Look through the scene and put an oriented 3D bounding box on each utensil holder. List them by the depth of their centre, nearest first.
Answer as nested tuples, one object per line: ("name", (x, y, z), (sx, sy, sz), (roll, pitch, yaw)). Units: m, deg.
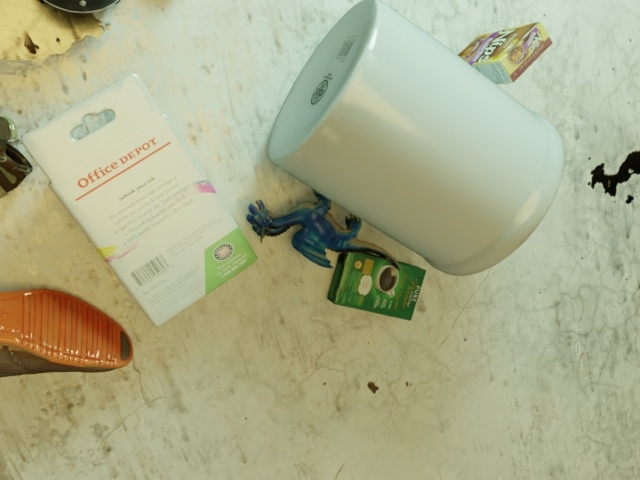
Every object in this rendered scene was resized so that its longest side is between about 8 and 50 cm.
("utensil holder", (0.150, -0.164, 1.040), (0.385, 0.327, 0.327), (28, 89, -22))

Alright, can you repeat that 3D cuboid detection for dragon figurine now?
("dragon figurine", (0.000, 0.000, 1.127), (0.289, 0.085, 0.144), (39, 84, -13))

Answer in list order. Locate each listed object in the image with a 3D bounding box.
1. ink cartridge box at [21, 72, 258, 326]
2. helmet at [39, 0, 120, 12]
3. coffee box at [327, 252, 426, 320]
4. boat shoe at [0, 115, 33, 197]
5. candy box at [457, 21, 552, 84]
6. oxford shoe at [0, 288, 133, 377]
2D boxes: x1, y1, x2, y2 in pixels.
("ink cartridge box", (-0.285, -0.065, 0.993), (0.207, 0.119, 0.353), (-34, 112, -12))
("helmet", (-0.350, -0.408, 0.876), (0.169, 0.161, 0.169), (-4, 102, -21))
("coffee box", (0.113, 0.088, 1.224), (0.184, 0.040, 0.113), (13, 94, -23))
("boat shoe", (-0.474, -0.150, 0.850), (0.095, 0.257, 0.095), (-33, 78, -16))
("candy box", (0.323, -0.341, 1.143), (0.109, 0.187, 0.053), (-44, 113, -9))
("oxford shoe", (-0.486, 0.157, 0.979), (0.364, 0.130, 0.132), (20, 125, -30))
